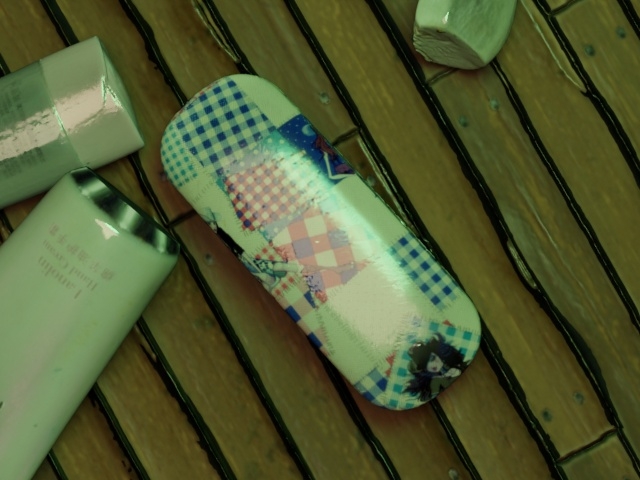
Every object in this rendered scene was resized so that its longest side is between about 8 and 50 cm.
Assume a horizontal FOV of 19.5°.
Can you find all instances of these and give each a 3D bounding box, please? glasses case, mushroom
[{"bbox_3d":[0.000,0.000,1.572,0.125,0.076,0.327,-42,86,-1],"label":"glasses case"},{"bbox_3d":[0.131,-0.260,1.579,0.092,0.081,0.223,11,84,-16],"label":"mushroom"}]

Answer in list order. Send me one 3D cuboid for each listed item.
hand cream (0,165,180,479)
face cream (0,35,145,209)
[{"bbox_3d":[-0.265,0.103,1.571,0.185,0.118,0.358,39,98,3],"label":"hand cream"},{"bbox_3d":[-0.289,-0.075,1.595,0.269,0.073,0.107,-24,91,2],"label":"face cream"}]
